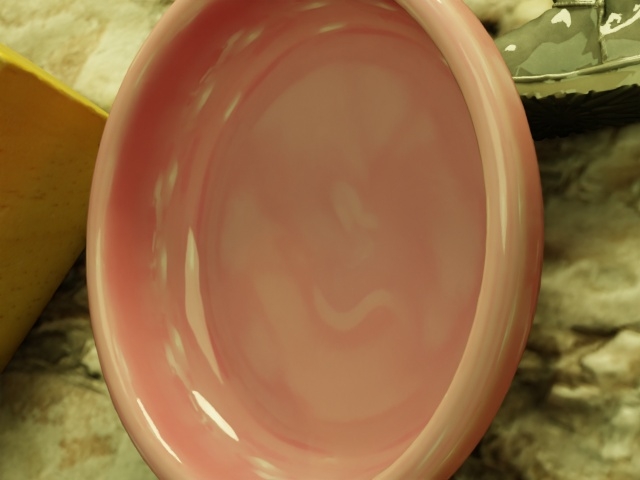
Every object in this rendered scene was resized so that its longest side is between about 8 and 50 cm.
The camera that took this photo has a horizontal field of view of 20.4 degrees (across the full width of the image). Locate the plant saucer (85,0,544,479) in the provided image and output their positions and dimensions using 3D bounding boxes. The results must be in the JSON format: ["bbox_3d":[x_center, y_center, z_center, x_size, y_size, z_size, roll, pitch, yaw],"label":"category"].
[{"bbox_3d":[0.000,0.000,0.992,0.332,0.084,0.332,-4,85,43],"label":"plant saucer"}]

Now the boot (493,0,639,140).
[{"bbox_3d":[0.143,-0.167,1.028,0.189,0.076,0.208,-5,72,19],"label":"boot"}]

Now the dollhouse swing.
[{"bbox_3d":[-0.347,-0.015,1.172,0.305,0.315,0.347,34,91,20],"label":"dollhouse swing"}]
